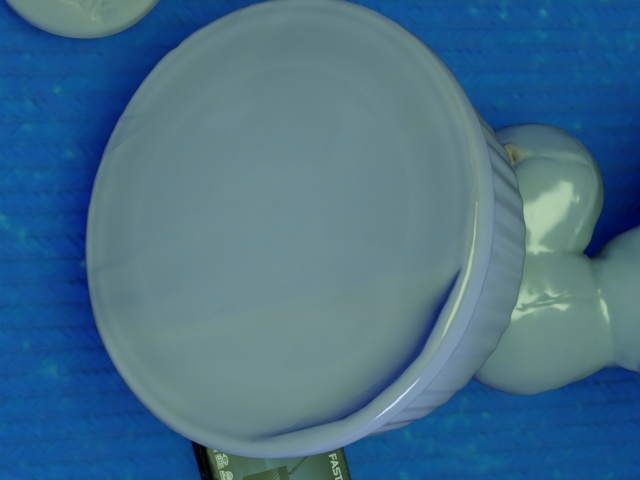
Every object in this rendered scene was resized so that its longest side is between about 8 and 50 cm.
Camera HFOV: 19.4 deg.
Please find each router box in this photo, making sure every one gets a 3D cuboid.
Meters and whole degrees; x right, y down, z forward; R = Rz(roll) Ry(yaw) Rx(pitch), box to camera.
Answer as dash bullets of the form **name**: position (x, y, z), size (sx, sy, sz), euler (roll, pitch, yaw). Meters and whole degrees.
- **router box**: position (-0.034, 0.141, 1.240), size (0.092, 0.038, 0.122), euler (-17, 98, -17)

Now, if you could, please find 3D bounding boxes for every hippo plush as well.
- **hippo plush**: position (0.198, 0.035, 1.254), size (0.236, 0.234, 0.294), euler (3, 87, 7)

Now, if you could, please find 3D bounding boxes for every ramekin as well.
- **ramekin**: position (0.000, 0.000, 1.137), size (0.127, 0.273, 0.273), euler (20, 86, -59)

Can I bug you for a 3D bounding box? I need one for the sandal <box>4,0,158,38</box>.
- **sandal**: position (-0.122, -0.334, 1.158), size (0.169, 0.102, 0.416), euler (17, 101, -4)
